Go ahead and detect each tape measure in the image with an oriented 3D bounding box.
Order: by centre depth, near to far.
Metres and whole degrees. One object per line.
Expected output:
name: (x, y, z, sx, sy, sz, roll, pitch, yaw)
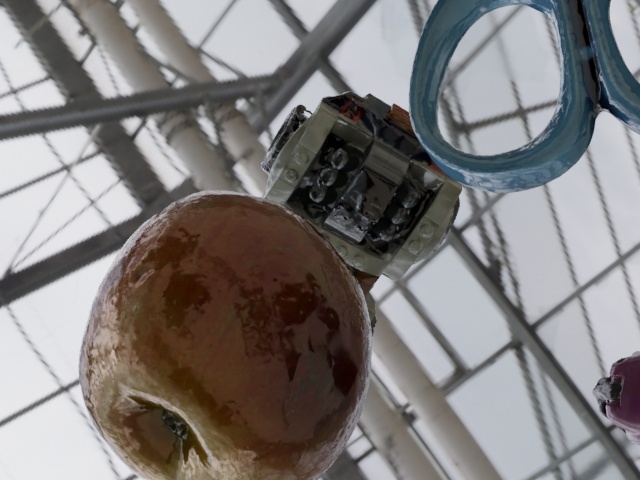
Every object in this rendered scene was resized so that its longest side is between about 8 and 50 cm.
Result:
tape measure: (0.244, 0.102, 0.721, 0.118, 0.125, 0.074, 16, -103, -57)

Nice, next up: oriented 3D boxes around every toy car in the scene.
toy car: (0.000, 0.000, 1.053, 0.193, 0.301, 0.118, 31, -154, -9)

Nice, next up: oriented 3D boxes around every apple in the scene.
apple: (-0.049, 0.069, 0.705, 0.173, 0.160, 0.195, -53, -51, -48)

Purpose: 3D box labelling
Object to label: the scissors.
scissors: (0.084, -0.139, 0.413, 0.030, 0.125, 0.256, 41, -141, -55)
